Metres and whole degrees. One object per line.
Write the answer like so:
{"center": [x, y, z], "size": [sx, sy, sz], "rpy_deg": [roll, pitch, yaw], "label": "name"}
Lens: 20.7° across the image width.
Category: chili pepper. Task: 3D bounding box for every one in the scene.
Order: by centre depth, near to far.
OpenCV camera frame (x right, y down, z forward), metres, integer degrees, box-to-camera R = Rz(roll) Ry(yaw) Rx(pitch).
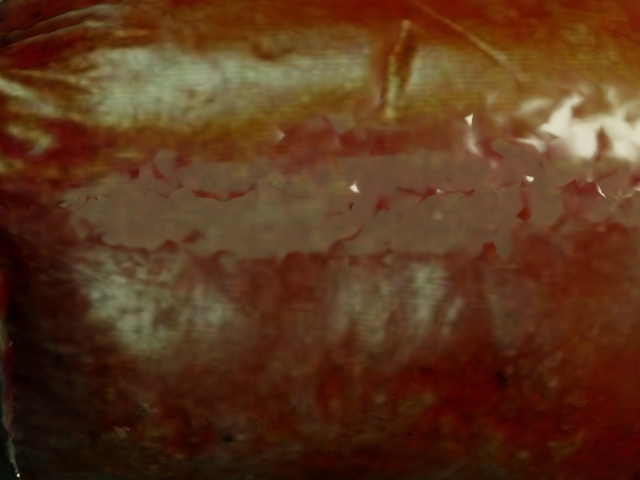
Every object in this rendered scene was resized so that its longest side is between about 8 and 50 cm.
{"center": [0.000, 0.000, 0.743], "size": [0.305, 0.229, 0.251], "rpy_deg": [-1, 129, -11], "label": "chili pepper"}
